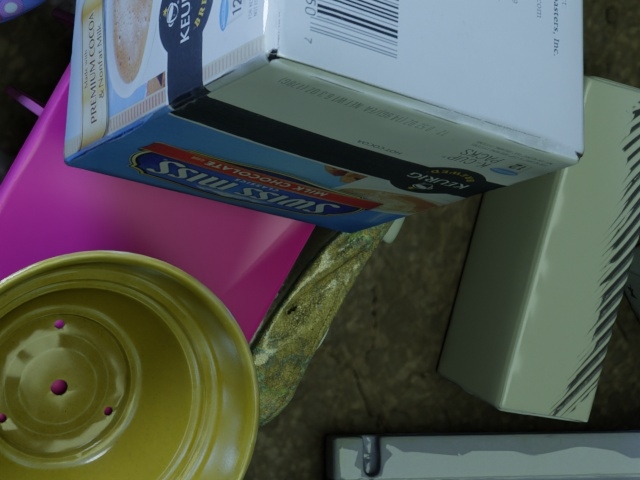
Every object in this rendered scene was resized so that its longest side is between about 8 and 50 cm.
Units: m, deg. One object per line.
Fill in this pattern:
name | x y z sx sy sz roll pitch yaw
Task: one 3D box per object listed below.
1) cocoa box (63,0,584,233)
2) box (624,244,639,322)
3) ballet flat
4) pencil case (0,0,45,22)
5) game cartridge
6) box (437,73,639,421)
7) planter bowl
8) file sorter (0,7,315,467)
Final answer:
cocoa box | 0.003 -0.207 0.996 0.231 0.228 0.347 14 71 -35
box | 0.372 0.080 1.392 0.119 0.181 0.182 -34 113 -11
ballet flat | 0.000 0.000 1.266 0.123 0.123 0.348 36 85 -25
pencil case | -0.244 -0.270 0.993 0.306 0.133 0.119 73 33 -46
game cartridge | 0.179 0.273 1.358 0.355 0.068 0.230 1 89 -11
box | 0.190 0.000 1.339 0.094 0.113 0.275 11 98 -26
planter bowl | -0.154 0.103 1.022 0.217 0.090 0.217 -6 105 -22
file sorter | -0.161 0.007 1.149 0.202 0.182 0.290 30 89 -27
